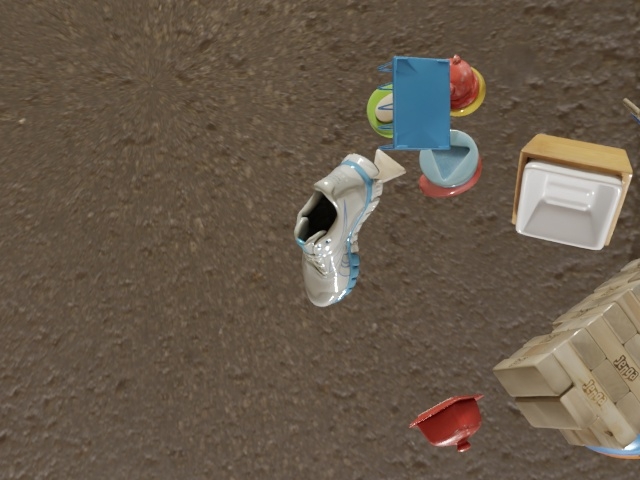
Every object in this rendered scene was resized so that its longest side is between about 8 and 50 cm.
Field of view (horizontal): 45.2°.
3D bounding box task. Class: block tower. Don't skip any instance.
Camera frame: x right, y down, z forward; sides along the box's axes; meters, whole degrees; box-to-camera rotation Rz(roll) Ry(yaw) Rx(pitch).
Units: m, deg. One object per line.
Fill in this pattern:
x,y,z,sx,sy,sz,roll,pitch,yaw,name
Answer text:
0.307,0.044,0.639,0.335,0.097,0.091,-34,86,-14,block tower

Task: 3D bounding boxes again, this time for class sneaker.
0.000,0.000,0.805,0.083,0.071,0.190,-28,142,-40,sneaker

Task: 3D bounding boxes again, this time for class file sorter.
0.175,-0.261,1.496,0.118,0.104,0.170,-2,93,-21,file sorter

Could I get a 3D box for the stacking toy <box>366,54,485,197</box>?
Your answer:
0.228,-0.258,1.741,0.280,0.130,0.308,-2,83,18,stacking toy

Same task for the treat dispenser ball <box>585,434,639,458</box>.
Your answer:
0.548,0.248,1.393,0.288,0.288,0.288,-2,102,-12,treat dispenser ball

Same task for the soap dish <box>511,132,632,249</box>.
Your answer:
0.558,-0.109,1.727,0.229,0.291,0.118,14,62,17,soap dish

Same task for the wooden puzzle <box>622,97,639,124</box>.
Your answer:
0.436,-0.156,1.024,0.078,0.116,0.014,40,111,-21,wooden puzzle

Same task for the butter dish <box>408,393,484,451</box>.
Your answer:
0.320,0.447,1.838,0.160,0.160,0.118,-36,65,27,butter dish
